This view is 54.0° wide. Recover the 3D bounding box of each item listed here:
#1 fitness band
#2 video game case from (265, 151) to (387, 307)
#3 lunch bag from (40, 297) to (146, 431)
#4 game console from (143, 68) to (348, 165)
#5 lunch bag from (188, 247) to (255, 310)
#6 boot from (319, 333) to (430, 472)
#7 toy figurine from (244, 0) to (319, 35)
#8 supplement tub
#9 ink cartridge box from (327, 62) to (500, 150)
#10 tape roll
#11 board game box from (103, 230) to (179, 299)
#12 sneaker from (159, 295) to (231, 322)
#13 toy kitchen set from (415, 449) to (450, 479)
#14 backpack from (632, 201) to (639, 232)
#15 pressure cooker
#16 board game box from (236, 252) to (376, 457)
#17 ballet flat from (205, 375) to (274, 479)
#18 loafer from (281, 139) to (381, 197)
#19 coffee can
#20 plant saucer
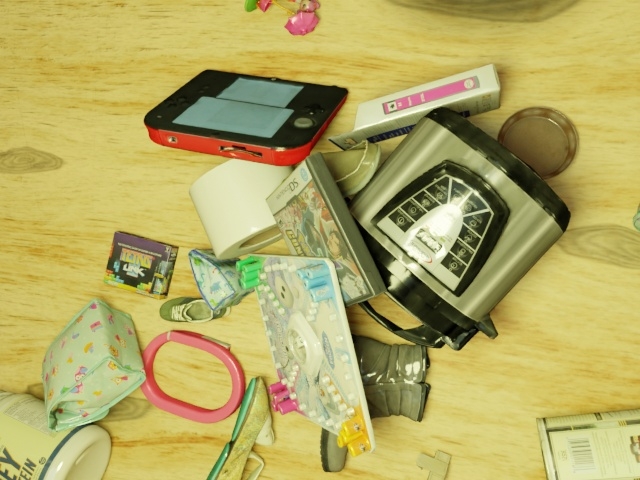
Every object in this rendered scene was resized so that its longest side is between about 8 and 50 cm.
[{"bbox_3d":[-0.324,0.340,1.573,0.291,0.054,0.209,14,93,16],"label":"fitness band"},{"bbox_3d":[0.000,0.000,1.200,0.035,0.248,0.274,-23,86,-27],"label":"video game case"},{"bbox_3d":[-0.581,0.317,1.552,0.262,0.160,0.223,-41,45,8],"label":"lunch bag"},{"bbox_3d":[-0.164,-0.295,1.419,0.387,0.342,0.060,12,133,15],"label":"game console"},{"bbox_3d":[-0.244,0.082,1.515,0.096,0.129,0.151,-40,78,13],"label":"lunch bag"},{"bbox_3d":[0.127,0.386,1.423,0.223,0.118,0.338,10,96,10],"label":"boot"},{"bbox_3d":[-0.067,-0.569,1.506,0.159,0.130,0.173,40,74,-1],"label":"toy figurine"},{"bbox_3d":[-0.728,0.529,1.584,0.325,0.235,0.235,18,94,15],"label":"supplement tub"},{"bbox_3d":[0.204,-0.282,1.376,0.371,0.176,0.069,-16,85,14],"label":"ink cartridge box"},{"bbox_3d":[-0.157,-0.081,1.436,0.246,0.246,0.169,-27,83,13],"label":"tape roll"},{"bbox_3d":[-0.463,0.063,1.617,0.170,0.048,0.141,14,94,15],"label":"board game box"},{"bbox_3d":[-0.327,0.172,1.558,0.192,0.086,0.064,-4,88,15],"label":"sneaker"},{"bbox_3d":[0.246,0.525,1.427,0.068,0.075,0.083,20,55,11],"label":"toy kitchen set"},{"bbox_3d":[0.739,-0.026,1.205,0.254,0.225,0.191,27,91,18],"label":"backpack"},{"bbox_3d":[0.237,-0.003,1.269,0.375,0.370,0.420,35,102,-32],"label":"pressure cooker"},{"bbox_3d":[-0.048,0.224,1.330,0.050,0.390,0.389,-18,99,-28],"label":"board game box"},{"bbox_3d":[-0.177,0.494,1.510,0.123,0.123,0.348,25,95,14],"label":"ballet flat"},{"bbox_3d":[0.014,-0.131,1.252,0.251,0.087,0.094,-28,37,38],"label":"loafer"},{"bbox_3d":[0.590,0.440,1.248,0.275,0.201,0.201,-10,86,15],"label":"coffee can"},{"bbox_3d":[0.470,-0.208,1.367,0.169,0.029,0.168,-2,79,9],"label":"plant saucer"}]
